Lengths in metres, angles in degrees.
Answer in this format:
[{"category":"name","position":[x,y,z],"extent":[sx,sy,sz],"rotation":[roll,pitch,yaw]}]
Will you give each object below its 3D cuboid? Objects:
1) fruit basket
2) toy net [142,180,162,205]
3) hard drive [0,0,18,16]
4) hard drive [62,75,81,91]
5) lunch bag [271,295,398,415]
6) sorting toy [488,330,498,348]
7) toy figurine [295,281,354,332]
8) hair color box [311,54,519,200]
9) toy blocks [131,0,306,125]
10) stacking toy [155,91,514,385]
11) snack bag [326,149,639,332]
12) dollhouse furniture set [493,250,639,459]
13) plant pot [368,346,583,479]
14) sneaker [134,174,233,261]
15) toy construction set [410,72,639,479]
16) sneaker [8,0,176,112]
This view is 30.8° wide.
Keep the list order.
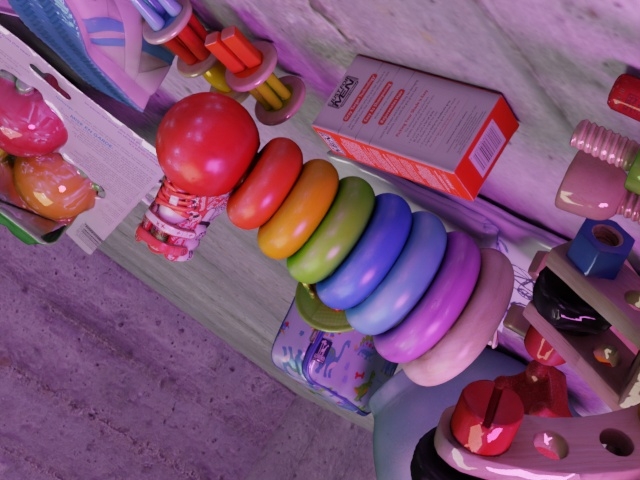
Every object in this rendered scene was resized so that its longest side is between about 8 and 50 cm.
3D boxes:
[{"category":"fruit basket","position":[-0.364,-0.142,1.462],"extent":[0.327,0.165,0.353],"rotation":[38,144,-10]},{"category":"toy net","position":[-0.330,-0.101,1.912],"extent":[0.232,0.045,0.122],"rotation":[28,167,19]},{"category":"hard drive","position":[-0.434,-0.280,1.146],"extent":[0.353,0.047,0.233],"rotation":[19,-171,29]},{"category":"hard drive","position":[-0.409,-0.205,1.662],"extent":[0.172,0.054,0.255],"rotation":[33,167,-2]},{"category":"lunch bag","position":[0.035,0.138,1.642],"extent":[0.090,0.176,0.219],"rotation":[17,163,36]},{"category":"sorting toy","position":[0.188,0.097,1.412],"extent":[0.083,0.045,0.075],"rotation":[27,175,20]},{"category":"toy figurine","position":[0.000,0.000,1.400],"extent":[0.173,0.130,0.159],"rotation":[54,172,43]},{"category":"hair color box","position":[0.069,-0.087,0.874],"extent":[0.141,0.072,0.043],"rotation":[24,166,38]},{"category":"toy blocks","position":[-0.094,-0.168,1.004],"extent":[0.123,0.054,0.148],"rotation":[22,164,44]},{"category":"stacking toy","position":[0.004,-0.015,1.009],"extent":[0.330,0.141,0.141],"rotation":[35,168,-12]},{"category":"snack bag","position":[0.181,0.034,1.176],"extent":[0.342,0.037,0.323],"rotation":[28,167,19]},{"category":"dollhouse furniture set","position":[0.291,0.140,0.859],"extent":[0.152,0.201,0.374],"rotation":[39,162,-29]},{"category":"plant pot","position":[0.186,0.250,1.554],"extent":[0.196,0.293,0.293],"rotation":[57,176,18]},{"category":"sneaker","position":[-0.166,-0.053,1.440],"extent":[0.090,0.145,0.270],"rotation":[32,168,2]},{"category":"toy construction set","position":[0.215,0.089,0.678],"extent":[0.237,0.309,0.257],"rotation":[26,-166,17]},{"category":"sneaker","position":[-0.199,-0.205,1.026],"extent":[0.087,0.092,0.229],"rotation":[28,170,23]}]
